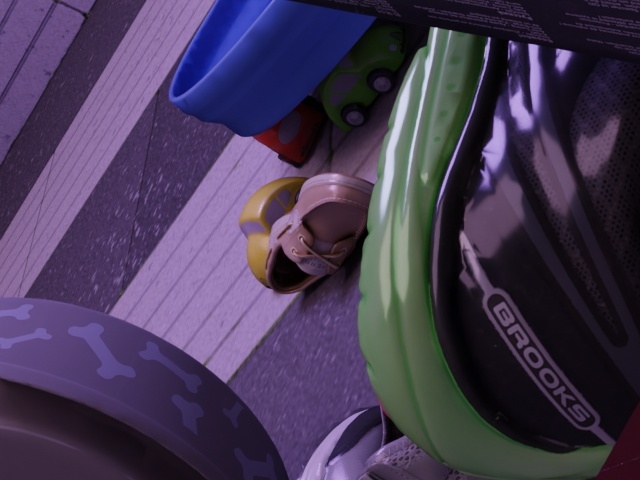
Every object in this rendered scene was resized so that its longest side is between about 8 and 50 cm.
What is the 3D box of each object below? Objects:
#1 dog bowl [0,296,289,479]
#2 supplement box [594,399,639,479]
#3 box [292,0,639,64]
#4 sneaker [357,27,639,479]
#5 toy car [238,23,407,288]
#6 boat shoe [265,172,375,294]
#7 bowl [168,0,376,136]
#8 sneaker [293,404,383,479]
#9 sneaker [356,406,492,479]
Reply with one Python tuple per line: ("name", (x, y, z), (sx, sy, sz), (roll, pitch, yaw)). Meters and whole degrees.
("dog bowl", (-0.175, 0.184, 1.058), (0.349, 0.348, 0.102), (-50, 12, 39))
("supplement box", (0.189, 0.086, 0.474), (0.194, 0.129, 0.191), (-62, 18, 9))
("box", (0.166, -0.217, 0.573), (0.394, 0.097, 0.318), (15, 76, 35))
("sneaker", (0.151, -0.126, 0.748), (0.185, 0.202, 0.483), (22, -106, -67))
("toy car", (-0.004, -0.103, 1.369), (0.225, 0.053, 0.239), (-51, 23, 37))
("boat shoe", (0.000, 0.000, 1.227), (0.170, 0.063, 0.059), (132, 154, -65))
("bowl", (0.015, -0.254, 1.370), (0.391, 0.077, 0.391), (-50, 15, 18))
("sneaker", (0.041, 0.193, 0.838), (0.108, 0.100, 0.272), (-25, 34, 26))
("sneaker", (0.081, 0.033, 0.862), (0.105, 0.115, 0.281), (-49, 24, 41))
